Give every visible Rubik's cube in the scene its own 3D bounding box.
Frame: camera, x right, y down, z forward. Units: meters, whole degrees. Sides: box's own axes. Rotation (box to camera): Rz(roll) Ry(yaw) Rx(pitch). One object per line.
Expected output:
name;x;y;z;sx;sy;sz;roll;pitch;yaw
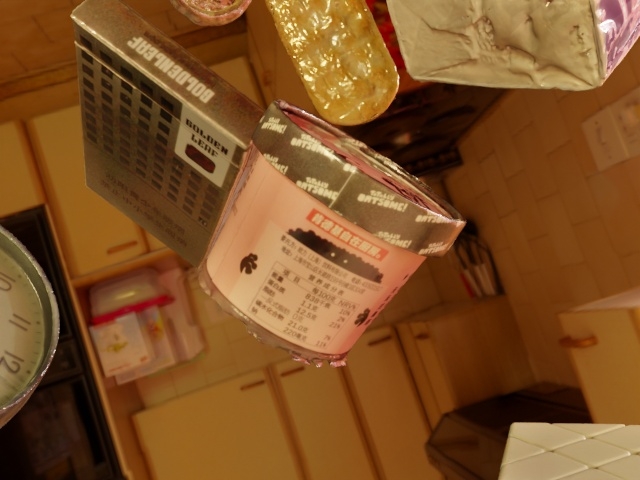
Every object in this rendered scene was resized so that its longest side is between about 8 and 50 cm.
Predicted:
Rubik's cube;0.512;0.538;1.185;0.319;0.315;0.322;-6;-177;20

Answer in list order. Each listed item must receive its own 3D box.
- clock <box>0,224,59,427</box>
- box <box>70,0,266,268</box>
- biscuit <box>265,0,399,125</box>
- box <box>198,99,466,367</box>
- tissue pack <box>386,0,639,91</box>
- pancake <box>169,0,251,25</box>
clock;-0.466;0.085;0.737;0.067;0.325;0.325;-40;163;32
box;-0.163;-0.085;0.658;0.047;0.180;0.325;-53;-178;-27
biscuit;0.011;-0.262;0.804;0.118;0.247;0.029;-26;-179;-10
box;0.000;0.000;0.439;0.135;0.151;0.151;-58;163;13
tissue pack;0.261;-0.321;0.731;0.242;0.160;0.338;14;-129;41
pancake;-0.197;-0.460;1.100;0.191;0.184;0.020;7;178;-39
